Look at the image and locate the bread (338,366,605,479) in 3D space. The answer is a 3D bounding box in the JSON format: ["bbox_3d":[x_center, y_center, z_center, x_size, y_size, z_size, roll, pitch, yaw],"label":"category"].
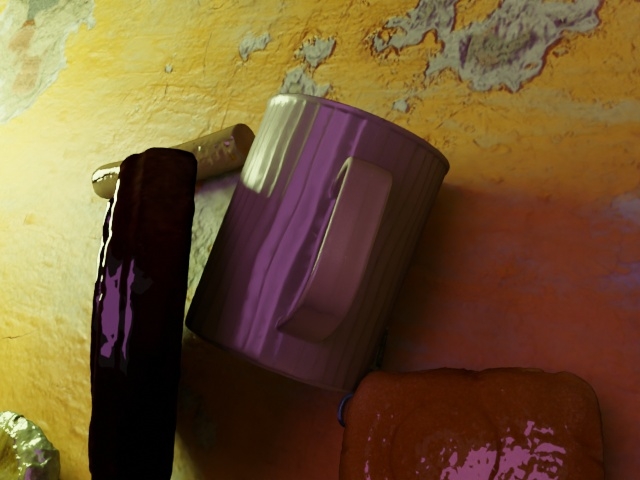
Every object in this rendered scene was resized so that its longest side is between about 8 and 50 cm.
[{"bbox_3d":[0.135,0.201,0.668,0.245,0.121,0.174,-5,70,36],"label":"bread"}]

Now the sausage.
[{"bbox_3d":[-0.223,-0.108,1.082,0.301,0.065,0.066,-12,65,33],"label":"sausage"}]

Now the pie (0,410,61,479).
[{"bbox_3d":[-0.479,0.387,1.054,0.306,0.071,0.307,-17,59,31],"label":"pie"}]

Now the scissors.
[{"bbox_3d":[0.055,0.151,0.811,0.058,0.014,0.119,13,82,36],"label":"scissors"}]

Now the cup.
[{"bbox_3d":[0.013,0.006,0.763,0.288,0.208,0.273,15,82,54],"label":"cup"}]

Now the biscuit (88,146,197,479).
[{"bbox_3d":[-0.198,0.099,0.810,0.407,0.091,0.408,-175,90,-77],"label":"biscuit"}]
